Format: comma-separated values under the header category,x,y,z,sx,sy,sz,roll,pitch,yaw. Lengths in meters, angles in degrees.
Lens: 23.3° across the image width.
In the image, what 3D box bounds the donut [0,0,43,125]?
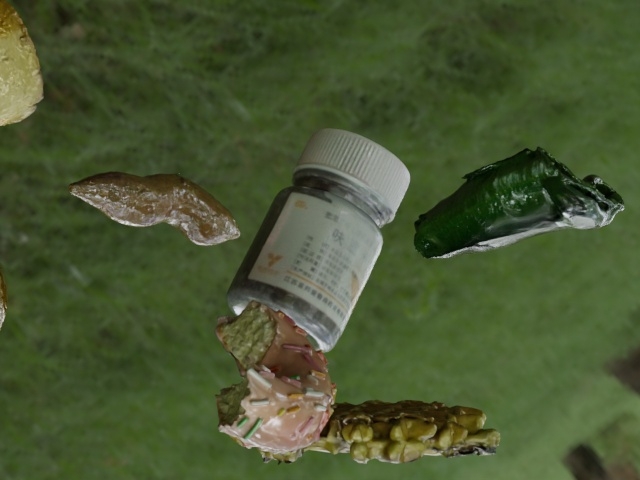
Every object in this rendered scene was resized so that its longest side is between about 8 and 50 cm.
category,x,y,z,sx,sy,sz,roll,pitch,yaw
donut,-0.390,-0.200,1.746,0.065,0.162,0.178,-34,-176,-38

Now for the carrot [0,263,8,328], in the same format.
category,x,y,z,sx,sy,sz,roll,pitch,yaw
carrot,-0.434,0.035,1.374,0.241,0.241,0.340,-41,149,0

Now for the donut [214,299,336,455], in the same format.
category,x,y,z,sx,sy,sz,roll,pitch,yaw
donut,-0.034,0.123,1.334,0.065,0.117,0.166,-48,-156,24

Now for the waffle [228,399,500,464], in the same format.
category,x,y,z,sx,sy,sz,roll,pitch,yaw
waffle,0.035,0.177,1.461,0.229,0.051,0.231,-2,180,-26

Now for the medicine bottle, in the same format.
category,x,y,z,sx,sy,sz,roll,pitch,yaw
medicine bottle,0.000,0.000,2.085,0.165,0.165,0.273,95,21,-71

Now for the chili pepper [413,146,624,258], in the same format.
category,x,y,z,sx,sy,sz,roll,pitch,yaw
chili pepper,0.170,-0.023,1.358,0.108,0.062,0.216,24,153,-37

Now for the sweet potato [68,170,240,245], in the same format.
category,x,y,z,sx,sy,sz,roll,pitch,yaw
sweet potato,-0.162,-0.039,1.547,0.218,0.065,0.051,17,146,-42
